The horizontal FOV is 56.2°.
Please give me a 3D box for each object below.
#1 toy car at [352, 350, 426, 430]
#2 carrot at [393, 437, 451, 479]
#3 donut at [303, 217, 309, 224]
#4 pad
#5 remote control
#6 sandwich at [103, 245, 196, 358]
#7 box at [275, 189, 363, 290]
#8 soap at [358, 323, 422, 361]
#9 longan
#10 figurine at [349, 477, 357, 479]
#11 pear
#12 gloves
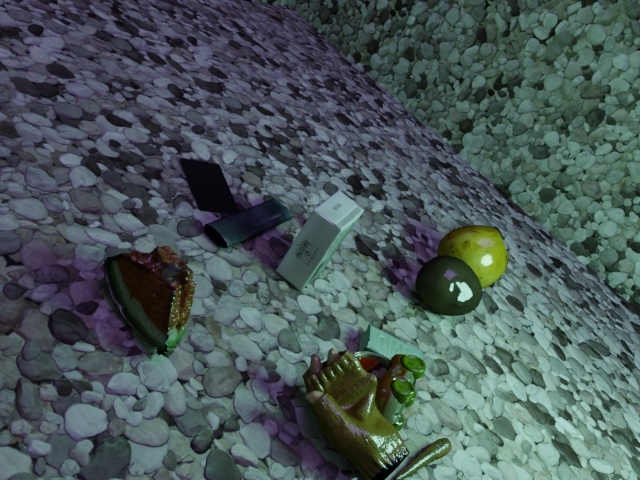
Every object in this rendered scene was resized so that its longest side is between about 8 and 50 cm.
[{"bbox_3d":[0.165,0.402,1.699,0.235,0.145,0.235,9,29,-5],"label":"toy car"},{"bbox_3d":[0.274,0.592,1.611,0.254,0.049,0.049,-12,55,-45],"label":"carrot"},{"bbox_3d":[-0.031,-0.047,2.186,0.038,0.067,0.083,13,69,-41],"label":"donut"},{"bbox_3d":[-0.383,-0.186,2.070,0.159,0.009,0.265,6,44,-38],"label":"pad"},{"bbox_3d":[-0.232,-0.062,2.008,0.107,0.044,0.377,38,31,14],"label":"remote control"},{"bbox_3d":[-0.408,0.122,1.475,0.292,0.212,0.109,33,14,23],"label":"sandwich"},{"bbox_3d":[-0.002,-0.001,1.919,0.116,0.274,0.203,38,32,8],"label":"box"},{"bbox_3d":[0.218,0.351,1.853,0.198,0.063,0.114,29,31,-9],"label":"soap"},{"bbox_3d":[0.469,0.167,2.183,0.246,0.215,0.246,4,39,-4],"label":"longan"},{"bbox_3d":[0.090,0.600,1.292,0.265,0.197,0.175,6,38,-7],"label":"figurine"},{"bbox_3d":[0.602,0.067,2.375,0.280,0.281,0.281,24,34,-17],"label":"pear"},{"bbox_3d":[0.074,0.442,1.516,0.203,0.155,0.356,-20,76,-45],"label":"gloves"}]
